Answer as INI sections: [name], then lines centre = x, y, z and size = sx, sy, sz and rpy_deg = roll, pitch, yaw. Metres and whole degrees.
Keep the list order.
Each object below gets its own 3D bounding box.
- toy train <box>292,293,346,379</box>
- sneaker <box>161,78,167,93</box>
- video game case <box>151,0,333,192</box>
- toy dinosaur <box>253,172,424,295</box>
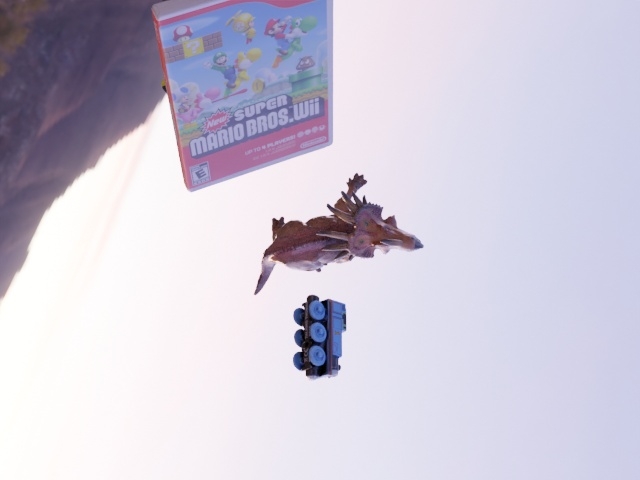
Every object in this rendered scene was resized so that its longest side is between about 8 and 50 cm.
[toy train]
centre = 0.001, 0.205, 2.016
size = 0.080, 0.105, 0.184
rpy_deg = -26, -124, 45
[sneaker]
centre = -0.224, -0.231, 1.704
size = 0.053, 0.144, 0.059
rpy_deg = -32, 167, -1
[video game case]
centre = -0.080, -0.185, 1.138
size = 0.285, 0.204, 0.025
rpy_deg = 89, -23, -53
[toy dinosaur]
centre = 0.000, 0.000, 1.495
size = 0.295, 0.127, 0.200
rpy_deg = -24, -172, 11
